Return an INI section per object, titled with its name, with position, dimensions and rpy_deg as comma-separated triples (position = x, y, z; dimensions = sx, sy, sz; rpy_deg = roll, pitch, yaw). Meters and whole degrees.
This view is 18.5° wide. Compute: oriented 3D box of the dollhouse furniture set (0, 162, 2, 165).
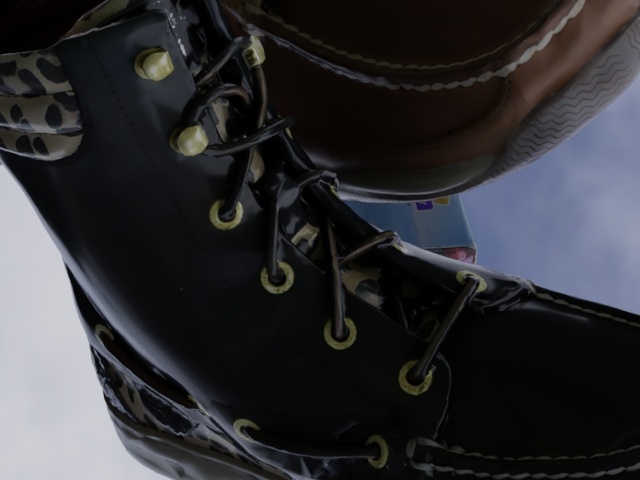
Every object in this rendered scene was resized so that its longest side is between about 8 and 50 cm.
[dollhouse furniture set]
position = -0.317, -0.163, 1.374
dimensions = 0.242, 0.212, 0.161
rpy_deg = 42, -33, 36

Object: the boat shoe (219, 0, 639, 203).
[boat shoe]
position = -0.017, -0.106, 0.671
dimensions = 0.123, 0.116, 0.324
rpy_deg = -47, -144, -13

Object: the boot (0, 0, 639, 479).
[boot]
position = -0.002, 0.001, 0.566
dimensions = 0.236, 0.179, 0.085
rpy_deg = 5, -136, 38

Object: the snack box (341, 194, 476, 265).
[snack box]
position = 0.025, 0.015, 0.960
dimensions = 0.207, 0.070, 0.174
rpy_deg = 91, -9, -47
